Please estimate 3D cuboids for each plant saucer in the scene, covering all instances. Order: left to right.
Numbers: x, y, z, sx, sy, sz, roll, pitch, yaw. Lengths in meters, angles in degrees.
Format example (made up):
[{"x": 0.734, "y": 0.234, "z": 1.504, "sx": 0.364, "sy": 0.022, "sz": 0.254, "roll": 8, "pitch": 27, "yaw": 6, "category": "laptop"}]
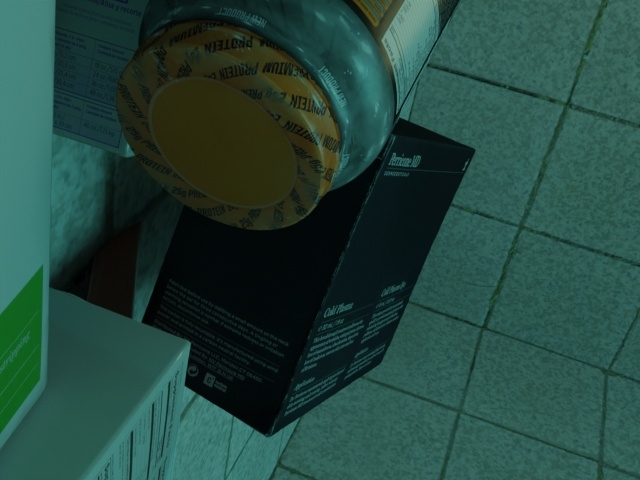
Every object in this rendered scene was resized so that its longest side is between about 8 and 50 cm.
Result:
[{"x": -0.215, "y": 0.148, "z": 0.785, "sx": 0.259, "sy": 0.048, "sz": 0.258, "roll": -105, "pitch": -155, "yaw": -59, "category": "plant saucer"}]

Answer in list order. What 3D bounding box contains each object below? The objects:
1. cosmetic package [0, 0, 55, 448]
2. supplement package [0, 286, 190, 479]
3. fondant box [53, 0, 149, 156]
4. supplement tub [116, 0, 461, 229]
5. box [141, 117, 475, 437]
[{"x": -0.219, "y": -0.038, "z": 0.328, "sx": 0.197, "sy": 0.155, "sz": 0.365, "roll": -71, "pitch": 176, "yaw": -59, "category": "cosmetic package"}, {"x": -0.239, "y": 0.179, "z": 0.523, "sx": 0.262, "sy": 0.199, "sz": 0.198, "roll": -56, "pitch": 162, "yaw": -55, "category": "supplement package"}, {"x": -0.118, "y": -0.250, "z": 0.689, "sx": 0.238, "sy": 0.096, "sz": 0.330, "roll": -38, "pitch": 144, "yaw": -71, "category": "fondant box"}, {"x": -0.008, "y": -0.168, "z": 0.612, "sx": 0.193, "sy": 0.194, "sz": 0.316, "roll": 96, "pitch": 18, "yaw": -49, "category": "supplement tub"}, {"x": 0.000, "y": 0.000, "z": 0.897, "sx": 0.312, "sy": 0.179, "sz": 0.343, "roll": -67, "pitch": 161, "yaw": 12, "category": "box"}]
